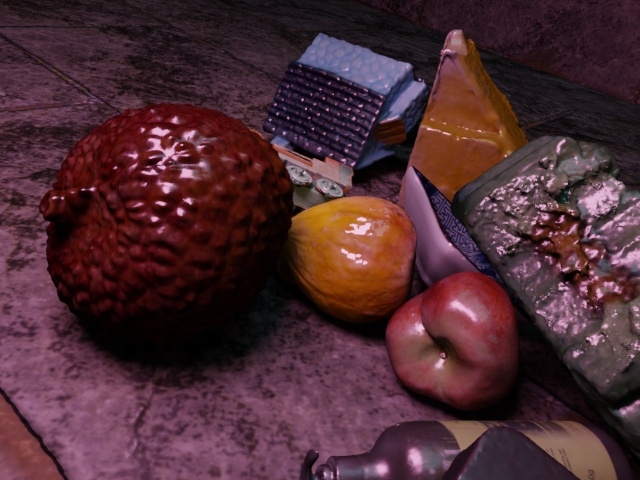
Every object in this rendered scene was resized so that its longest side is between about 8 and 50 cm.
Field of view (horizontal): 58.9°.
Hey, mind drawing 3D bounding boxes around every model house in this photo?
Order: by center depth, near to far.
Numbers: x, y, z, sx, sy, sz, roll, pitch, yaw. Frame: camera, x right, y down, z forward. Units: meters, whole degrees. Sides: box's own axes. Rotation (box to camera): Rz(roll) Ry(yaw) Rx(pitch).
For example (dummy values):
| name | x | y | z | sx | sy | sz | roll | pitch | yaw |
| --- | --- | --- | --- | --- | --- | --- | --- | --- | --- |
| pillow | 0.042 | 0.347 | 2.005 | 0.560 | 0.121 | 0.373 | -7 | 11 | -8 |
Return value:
| name | x | y | z | sx | sy | sz | roll | pitch | yaw |
| --- | --- | --- | --- | --- | --- | --- | --- | --- | --- |
| model house | 0.052 | -0.219 | 1.107 | 0.261 | 0.226 | 0.241 | 30 | 71 | 30 |

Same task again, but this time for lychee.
| name | x | y | z | sx | sy | sz | roll | pitch | yaw |
| --- | --- | --- | --- | --- | --- | --- | --- | --- | --- |
| lychee | -0.158 | -0.019 | 0.604 | 0.260 | 0.260 | 0.260 | 10 | 31 | -6 |

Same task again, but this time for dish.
| name | x | y | z | sx | sy | sz | roll | pitch | yaw |
| --- | --- | --- | --- | --- | --- | --- | --- | --- | --- |
| dish | 0.182 | 0.017 | 0.807 | 0.182 | 0.080 | 0.243 | 40 | 20 | -24 |

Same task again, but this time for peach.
| name | x | y | z | sx | sy | sz | roll | pitch | yaw |
| --- | --- | --- | --- | --- | --- | --- | --- | --- | --- |
| peach | 0.152 | 0.103 | 0.634 | 0.152 | 0.152 | 0.152 | 10 | 31 | -6 |

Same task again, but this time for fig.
| name | x | y | z | sx | sy | sz | roll | pitch | yaw |
| --- | --- | --- | --- | --- | --- | --- | --- | --- | --- |
| fig | 0.000 | 0.000 | 0.713 | 0.257 | 0.159 | 0.159 | 24 | 32 | 11 |

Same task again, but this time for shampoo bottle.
| name | x | y | z | sx | sy | sz | roll | pitch | yaw |
| --- | --- | --- | --- | --- | --- | --- | --- | --- | --- |
| shampoo bottle | 0.119 | 0.205 | 0.482 | 0.284 | 0.101 | 0.101 | 5 | 32 | -15 |

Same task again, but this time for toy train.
| name | x | y | z | sx | sy | sz | roll | pitch | yaw |
| --- | --- | --- | --- | --- | --- | --- | --- | --- | --- |
| toy train | -0.040 | -0.088 | 0.795 | 0.176 | 0.074 | 0.118 | 22 | 32 | -13 |

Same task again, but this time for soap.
| name | x | y | z | sx | sy | sz | roll | pitch | yaw |
| --- | --- | --- | --- | --- | --- | --- | --- | --- | --- |
| soap | 0.330 | -0.154 | 0.959 | 0.338 | 0.304 | 0.169 | 18 | 35 | 7 |

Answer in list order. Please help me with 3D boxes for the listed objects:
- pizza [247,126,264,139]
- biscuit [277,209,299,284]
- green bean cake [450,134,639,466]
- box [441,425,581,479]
| name | x | y | z | sx | sy | sz | roll | pitch | yaw |
| --- | --- | --- | --- | --- | --- | --- | --- | --- | --- |
| pizza | -0.149 | -0.116 | 0.913 | 0.188 | 0.080 | 0.204 | 17 | 37 | -27 |
| biscuit | -0.070 | -0.041 | 0.801 | 0.234 | 0.030 | 0.153 | 49 | 39 | 12 |
| green bean cake | 0.295 | 0.046 | 0.588 | 0.300 | 0.169 | 0.308 | 51 | 15 | -8 |
| box | 0.096 | 0.285 | 0.297 | 0.211 | 0.058 | 0.350 | 39 | 49 | 16 |
